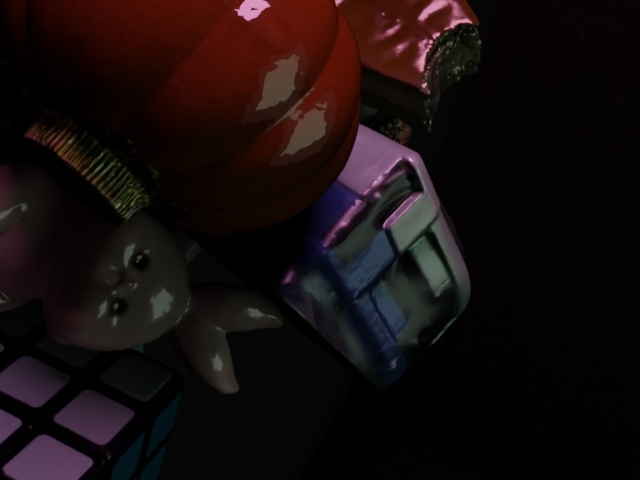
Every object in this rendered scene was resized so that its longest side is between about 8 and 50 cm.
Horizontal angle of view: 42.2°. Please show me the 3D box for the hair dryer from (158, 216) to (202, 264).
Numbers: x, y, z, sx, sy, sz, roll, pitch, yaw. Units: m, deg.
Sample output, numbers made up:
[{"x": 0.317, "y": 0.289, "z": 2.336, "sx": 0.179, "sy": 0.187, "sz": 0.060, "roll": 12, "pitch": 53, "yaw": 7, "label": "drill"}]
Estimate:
[{"x": -0.123, "y": -0.021, "z": 0.832, "sx": 0.357, "sy": 0.107, "sz": 0.173, "roll": -49, "pitch": 161, "yaw": -26, "label": "hair dryer"}]

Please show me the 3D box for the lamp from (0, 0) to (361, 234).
[{"x": -0.078, "y": -0.103, "z": 0.482, "sx": 0.196, "sy": 0.223, "sz": 0.223, "roll": -51, "pitch": 165, "yaw": -16, "label": "lamp"}]

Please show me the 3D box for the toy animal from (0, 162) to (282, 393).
[{"x": -0.130, "y": 0.024, "z": 0.549, "sx": 0.124, "sy": 0.212, "sz": 0.124, "roll": 22, "pitch": 90, "yaw": -86, "label": "toy animal"}]

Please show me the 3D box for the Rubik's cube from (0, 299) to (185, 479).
[{"x": -0.212, "y": 0.158, "z": 0.575, "sx": 0.162, "sy": 0.163, "sz": 0.161, "roll": -53, "pitch": 164, "yaw": -61, "label": "Rubik's cube"}]

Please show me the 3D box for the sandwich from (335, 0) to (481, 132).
[{"x": 0.115, "y": -0.282, "z": 1.040, "sx": 0.227, "sy": 0.198, "sz": 0.155, "roll": -64, "pitch": 168, "yaw": -7, "label": "sandwich"}]

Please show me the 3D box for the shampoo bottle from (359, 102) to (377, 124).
[{"x": 0.083, "y": -0.274, "z": 1.278, "sx": 0.056, "sy": 0.056, "sz": 0.195, "roll": -51, "pitch": 161, "yaw": -51, "label": "shampoo bottle"}]

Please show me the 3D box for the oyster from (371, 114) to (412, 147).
[{"x": 0.097, "y": -0.117, "z": 1.444, "sx": 0.201, "sy": 0.107, "sz": 0.354, "roll": -46, "pitch": 170, "yaw": 8, "label": "oyster"}]

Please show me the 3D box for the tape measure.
[{"x": 0.000, "y": -0.002, "z": 0.683, "sx": 0.138, "sy": 0.259, "sz": 0.262, "roll": -49, "pitch": 135, "yaw": -6, "label": "tape measure"}]

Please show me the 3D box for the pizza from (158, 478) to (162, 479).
[{"x": -0.280, "y": 0.455, "z": 1.113, "sx": 0.297, "sy": 0.071, "sz": 0.189, "roll": -47, "pitch": 159, "yaw": -57, "label": "pizza"}]

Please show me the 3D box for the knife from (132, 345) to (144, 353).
[{"x": -0.204, "y": 0.129, "z": 0.918, "sx": 0.313, "sy": 0.019, "sz": 0.044, "roll": 93, "pitch": 17, "yaw": -61, "label": "knife"}]
